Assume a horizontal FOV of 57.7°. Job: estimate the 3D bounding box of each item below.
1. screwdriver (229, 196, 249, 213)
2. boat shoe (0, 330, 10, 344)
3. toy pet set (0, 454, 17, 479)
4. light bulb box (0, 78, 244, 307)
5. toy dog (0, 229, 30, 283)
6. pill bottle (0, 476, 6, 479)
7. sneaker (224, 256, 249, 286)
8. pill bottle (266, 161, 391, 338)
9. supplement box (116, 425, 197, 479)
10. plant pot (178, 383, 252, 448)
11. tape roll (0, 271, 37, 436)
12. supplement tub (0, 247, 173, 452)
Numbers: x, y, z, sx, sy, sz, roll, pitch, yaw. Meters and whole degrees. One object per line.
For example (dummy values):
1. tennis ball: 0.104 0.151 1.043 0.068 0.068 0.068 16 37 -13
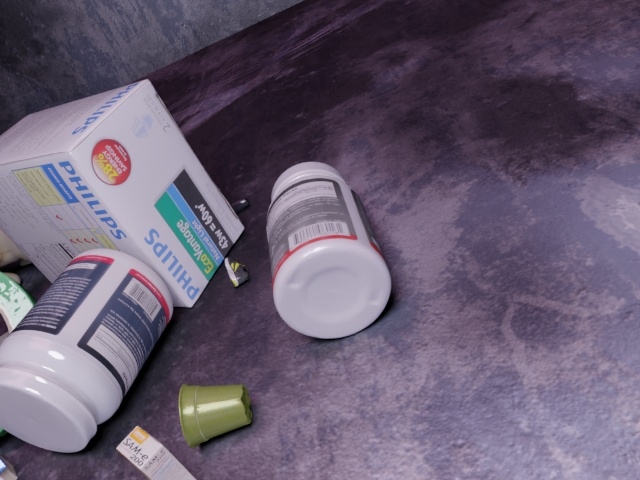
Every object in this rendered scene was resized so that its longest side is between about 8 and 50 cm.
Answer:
1. screwdriver: -0.228 -0.042 1.253 0.170 0.024 0.025 -34 61 2
2. boat shoe: -0.519 0.187 1.084 0.255 0.079 0.095 -31 30 -11
3. toy pet set: -0.505 0.361 0.838 0.114 0.065 0.122 -42 35 -21
4. light bulb box: -0.405 -0.069 1.100 0.361 0.357 0.225 -3 42 33
5. toy dog: -0.759 -0.068 1.376 0.409 0.394 0.284 10 22 -2
6. pill bottle: -0.361 0.347 0.682 0.078 0.137 0.078 -19 32 13
7. sneaker: -0.150 0.055 1.048 0.035 0.031 0.083 -18 35 -10
8. pill bottle: 0.000 0.000 0.886 0.161 0.161 0.283 -24 32 7
9. supplement box: -0.191 0.274 0.696 0.062 0.098 0.036 10 48 45
10. plant pot: -0.134 0.221 0.759 0.079 0.083 0.083 -13 33 2
11. tape roll: -0.614 0.190 0.942 0.321 0.321 0.077 -41 -2 -20
12. supplement tub: -0.367 0.161 0.900 0.191 0.191 0.272 -10 36 26
